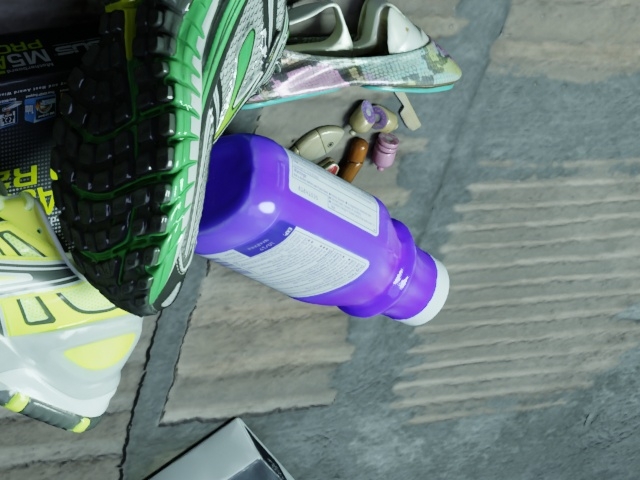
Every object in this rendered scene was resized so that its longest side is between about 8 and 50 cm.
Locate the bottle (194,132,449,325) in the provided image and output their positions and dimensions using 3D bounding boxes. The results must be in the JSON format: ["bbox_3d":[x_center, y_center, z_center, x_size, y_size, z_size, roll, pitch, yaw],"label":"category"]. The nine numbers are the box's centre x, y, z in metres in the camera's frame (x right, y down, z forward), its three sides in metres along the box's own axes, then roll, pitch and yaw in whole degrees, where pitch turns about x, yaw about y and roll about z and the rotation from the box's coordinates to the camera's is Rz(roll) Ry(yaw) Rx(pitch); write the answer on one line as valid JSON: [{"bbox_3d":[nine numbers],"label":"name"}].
[{"bbox_3d":[0.000,0.000,1.529,0.118,0.092,0.283,-18,150,37],"label":"bottle"}]

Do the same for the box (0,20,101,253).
[{"bbox_3d":[-0.268,-0.042,1.358,0.270,0.060,0.216,-12,133,-23],"label":"box"}]

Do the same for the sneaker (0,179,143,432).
[{"bbox_3d":[-0.280,0.010,1.279,0.384,0.145,0.147,28,89,-47],"label":"sneaker"}]

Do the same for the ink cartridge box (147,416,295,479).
[{"bbox_3d":[-0.169,0.319,1.753,0.332,0.065,0.165,-35,139,2],"label":"ink cartridge box"}]

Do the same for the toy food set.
[{"bbox_3d":[0.029,-0.077,1.544,0.122,0.019,0.078,-33,138,-1],"label":"toy food set"}]

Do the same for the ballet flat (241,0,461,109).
[{"bbox_3d":[0.019,-0.152,1.439,0.221,0.077,0.079,-7,112,-26],"label":"ballet flat"}]

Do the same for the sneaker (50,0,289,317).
[{"bbox_3d":[-0.084,-0.113,1.276,0.146,0.134,0.344,14,89,-44],"label":"sneaker"}]
